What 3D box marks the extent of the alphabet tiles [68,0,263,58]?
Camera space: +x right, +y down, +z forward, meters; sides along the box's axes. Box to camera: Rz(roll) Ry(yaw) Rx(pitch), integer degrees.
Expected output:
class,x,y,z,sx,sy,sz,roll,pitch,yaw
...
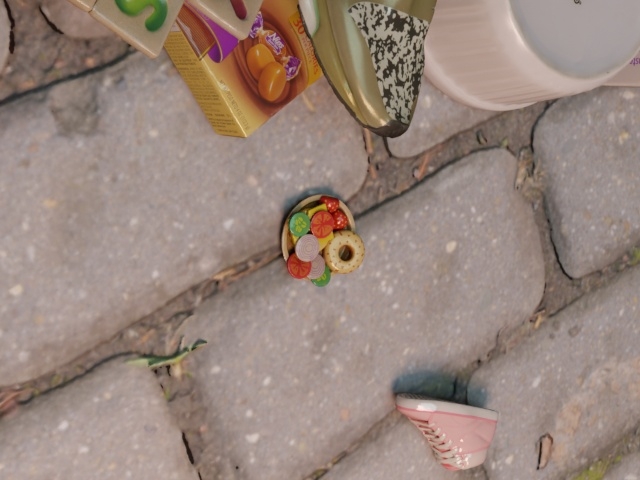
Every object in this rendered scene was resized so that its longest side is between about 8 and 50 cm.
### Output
class,x,y,z,sx,sy,sz,roll,pitch,yaw
alphabet tiles,-0.155,-0.307,0.759,0.342,0.011,0.285,34,64,-29

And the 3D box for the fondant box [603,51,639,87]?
class,x,y,z,sx,sy,sz,roll,pitch,yaw
fondant box,0.401,-0.314,1.052,0.096,0.238,0.330,-7,102,-33

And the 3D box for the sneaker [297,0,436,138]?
class,x,y,z,sx,sy,sz,roll,pitch,yaw
sneaker,0.094,-0.286,0.850,0.158,0.182,0.410,5,91,-56

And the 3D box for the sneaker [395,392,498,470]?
class,x,y,z,sx,sy,sz,roll,pitch,yaw
sneaker,0.125,0.195,1.074,0.134,0.051,0.070,18,83,-39

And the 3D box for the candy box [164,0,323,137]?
class,x,y,z,sx,sy,sz,roll,pitch,yaw
candy box,-0.079,-0.190,0.868,0.109,0.053,0.186,-41,119,-22

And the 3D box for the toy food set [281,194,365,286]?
class,x,y,z,sx,sy,sz,roll,pitch,yaw
toy food set,0.000,0.000,0.974,0.082,0.020,0.083,-25,112,-27

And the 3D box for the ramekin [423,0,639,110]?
class,x,y,z,sx,sy,sz,roll,pitch,yaw
ramekin,0.206,-0.254,1.000,0.273,0.127,0.273,-7,103,-32
